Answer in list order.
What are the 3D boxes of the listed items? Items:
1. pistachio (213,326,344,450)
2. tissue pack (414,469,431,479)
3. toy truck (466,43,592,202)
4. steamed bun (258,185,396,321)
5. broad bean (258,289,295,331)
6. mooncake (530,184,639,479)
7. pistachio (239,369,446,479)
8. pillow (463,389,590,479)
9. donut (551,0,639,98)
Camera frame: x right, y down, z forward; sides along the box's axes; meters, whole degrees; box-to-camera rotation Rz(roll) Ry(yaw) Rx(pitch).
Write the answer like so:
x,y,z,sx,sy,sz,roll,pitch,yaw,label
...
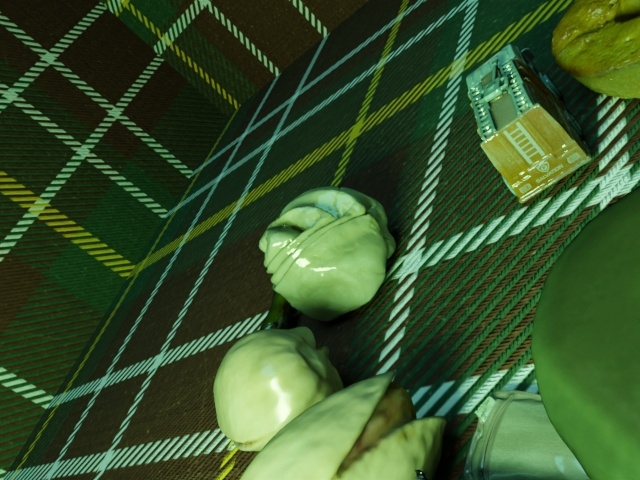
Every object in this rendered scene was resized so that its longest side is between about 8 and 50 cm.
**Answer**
x,y,z,sx,sy,sz,roll,pitch,yaw,label
-0.080,0.249,0.981,0.214,0.193,0.318,-51,10,-33,pistachio
0.120,0.401,0.505,0.259,0.122,0.361,-15,42,55,tissue pack
0.329,-0.216,1.009,0.136,0.162,0.305,-36,27,29,toy truck
-0.002,0.001,1.203,0.276,0.203,0.289,-30,29,37,steamed bun
-0.087,0.157,1.291,0.077,0.061,0.339,-39,24,39,broad bean
0.357,0.087,0.458,0.356,0.194,0.356,-37,26,22,mooncake
0.025,0.278,0.701,0.299,0.187,0.188,-39,15,-32,pistachio
0.256,0.218,0.636,0.233,0.038,0.130,-15,38,48,pillow
0.520,-0.344,0.943,0.303,0.110,0.302,-39,28,25,donut
